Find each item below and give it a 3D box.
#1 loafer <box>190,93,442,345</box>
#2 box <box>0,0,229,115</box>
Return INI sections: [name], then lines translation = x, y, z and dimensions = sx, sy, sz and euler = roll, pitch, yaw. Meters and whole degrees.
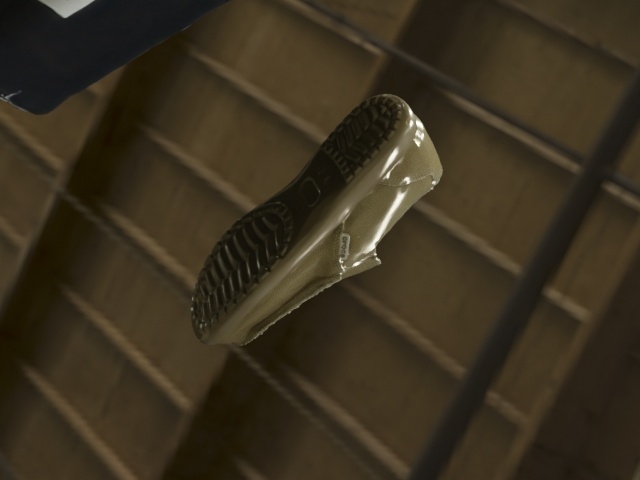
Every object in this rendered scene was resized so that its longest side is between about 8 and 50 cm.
[loafer]
translation = 0.000, 0.000, 0.862
dimensions = 0.148, 0.050, 0.056
euler = -44, -146, 19
[box]
translation = -0.190, -0.300, 0.879
dimensions = 0.212, 0.293, 0.395
euler = -30, -107, 11
